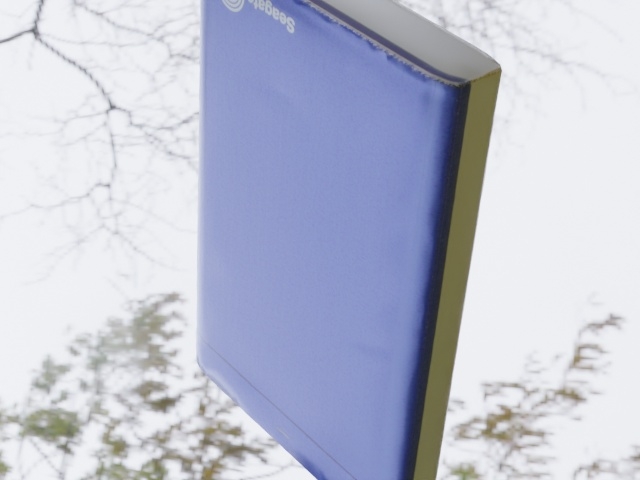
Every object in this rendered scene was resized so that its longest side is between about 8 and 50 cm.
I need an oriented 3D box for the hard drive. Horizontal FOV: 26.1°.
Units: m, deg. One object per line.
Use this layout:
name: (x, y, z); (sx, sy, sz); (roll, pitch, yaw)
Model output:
hard drive: (0.000, 0.000, 0.809); (0.040, 0.210, 0.318); (-23, -46, -33)
